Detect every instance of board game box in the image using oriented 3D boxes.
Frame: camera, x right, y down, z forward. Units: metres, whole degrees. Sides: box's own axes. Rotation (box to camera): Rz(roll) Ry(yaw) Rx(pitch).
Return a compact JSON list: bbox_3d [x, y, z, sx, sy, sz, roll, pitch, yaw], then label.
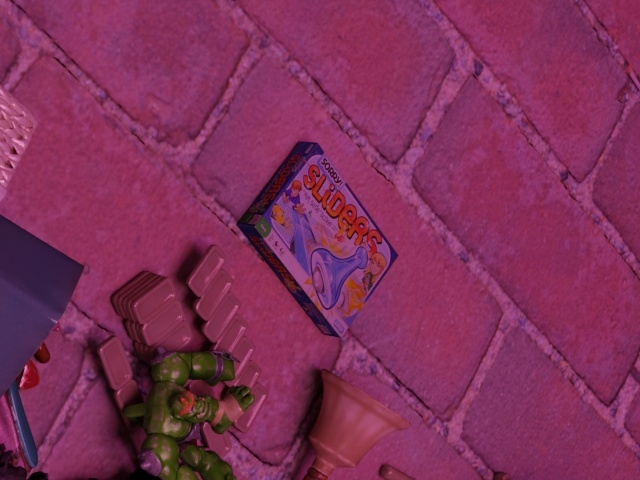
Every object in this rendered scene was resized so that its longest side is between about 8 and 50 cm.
[{"bbox_3d":[0.000,0.000,1.992,0.136,0.035,0.201,-55,127,-24],"label":"board game box"}]

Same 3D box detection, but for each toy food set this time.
[{"bbox_3d":[-0.303,0.103,1.732,0.078,0.019,0.122,2,94,-43],"label":"toy food set"}]

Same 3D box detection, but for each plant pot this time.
[{"bbox_3d":[-0.366,0.041,1.520,0.234,0.166,0.165,36,102,-10],"label":"plant pot"}]

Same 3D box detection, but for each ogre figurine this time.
[{"bbox_3d":[-0.143,0.200,1.805,0.118,0.096,0.197,31,72,-40],"label":"ogre figurine"}]

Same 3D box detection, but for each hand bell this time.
[{"bbox_3d":[-0.007,0.288,1.995,0.126,0.126,0.242,36,83,-40],"label":"hand bell"}]

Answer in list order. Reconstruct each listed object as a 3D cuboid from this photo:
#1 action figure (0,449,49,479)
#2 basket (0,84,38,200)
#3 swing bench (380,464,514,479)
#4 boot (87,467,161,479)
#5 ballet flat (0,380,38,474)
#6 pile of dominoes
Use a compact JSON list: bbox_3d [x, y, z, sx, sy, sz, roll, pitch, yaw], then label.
[{"bbox_3d":[-0.372,0.238,1.595,0.275,0.164,0.141,42,47,-28],"label":"action figure"},{"bbox_3d":[-0.365,-0.120,1.584,0.167,0.113,0.103,45,63,-38],"label":"basket"},{"bbox_3d":[0.236,0.391,2.113,0.254,0.253,0.165,10,88,-43],"label":"swing bench"},{"bbox_3d":[-0.251,0.360,1.758,0.246,0.094,0.207,-16,109,-48],"label":"boot"},{"bbox_3d":[-0.336,0.135,1.673,0.079,0.077,0.222,-7,103,-2],"label":"ballet flat"},{"bbox_3d":[-0.157,0.147,1.879,0.196,0.040,0.251,-39,128,-33],"label":"pile of dominoes"}]
